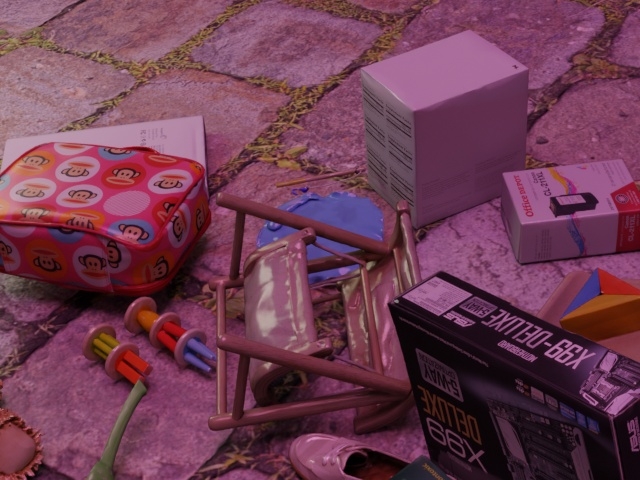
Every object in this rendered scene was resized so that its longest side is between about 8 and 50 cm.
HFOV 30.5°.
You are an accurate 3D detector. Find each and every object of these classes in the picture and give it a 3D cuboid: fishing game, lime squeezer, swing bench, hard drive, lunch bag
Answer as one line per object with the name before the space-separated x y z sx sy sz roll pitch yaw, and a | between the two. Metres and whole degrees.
fishing game | 0.000 0.000 1.652 0.189 0.041 0.264 -14 43 2
lime squeezer | -0.301 0.266 1.301 0.310 0.059 0.110 -27 82 -30
swing bench | -0.004 0.087 1.416 0.255 0.165 0.253 3 42 -8
hard drive | -0.337 -0.111 1.837 0.319 0.040 0.210 -7 38 -2
lunch bag | -0.307 -0.050 1.638 0.293 0.120 0.258 9 40 17

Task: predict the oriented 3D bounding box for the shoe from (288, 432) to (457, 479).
shoe | 0.060 0.254 1.296 0.219 0.058 0.076 17 43 27

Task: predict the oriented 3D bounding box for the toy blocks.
toy blocks | -0.209 0.141 1.484 0.148 0.054 0.123 27 48 35

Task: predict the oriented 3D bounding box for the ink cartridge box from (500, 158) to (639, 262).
ink cartridge box | 0.347 -0.041 1.627 0.175 0.072 0.127 -7 38 -2

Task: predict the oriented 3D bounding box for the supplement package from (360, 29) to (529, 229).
supplement package | 0.179 -0.163 1.701 0.194 0.203 0.149 -21 40 -20

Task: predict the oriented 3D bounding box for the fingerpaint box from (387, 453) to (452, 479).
fingerpaint box | 0.099 0.441 0.908 0.371 0.163 0.445 -31 54 -29

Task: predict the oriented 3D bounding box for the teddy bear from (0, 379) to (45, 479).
teddy bear | -0.486 0.224 1.392 0.338 0.113 0.245 15 49 13

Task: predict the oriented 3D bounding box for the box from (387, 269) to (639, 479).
box | 0.209 0.187 1.142 0.076 0.242 0.307 -30 32 -24

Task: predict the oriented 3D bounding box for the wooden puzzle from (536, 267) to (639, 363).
wooden puzzle | 0.369 0.128 1.322 0.348 0.080 0.322 5 38 42
